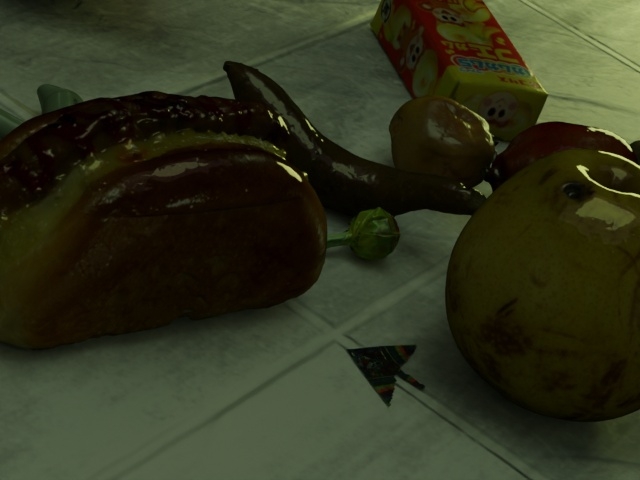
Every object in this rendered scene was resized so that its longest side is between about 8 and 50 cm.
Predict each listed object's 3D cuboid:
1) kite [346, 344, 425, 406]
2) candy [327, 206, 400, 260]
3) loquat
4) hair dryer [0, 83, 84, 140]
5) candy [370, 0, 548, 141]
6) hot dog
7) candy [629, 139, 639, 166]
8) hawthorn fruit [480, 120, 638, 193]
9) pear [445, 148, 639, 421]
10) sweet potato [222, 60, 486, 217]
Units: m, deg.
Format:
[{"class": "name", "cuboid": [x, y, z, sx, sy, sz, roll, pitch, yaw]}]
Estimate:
[{"class": "kite", "cuboid": [0.069, 0.130, 1.866, 0.090, 0.004, 0.122, 27, 32, 9]}, {"class": "candy", "cuboid": [0.000, 0.000, 1.988, 0.194, 0.058, 0.062, -7, 33, -25]}, {"class": "loquat", "cuboid": [0.149, -0.117, 2.187, 0.137, 0.113, 0.137, 14, 25, -6]}, {"class": "hair dryer", "cuboid": [-0.345, -0.140, 1.930, 0.237, 0.075, 0.206, 23, 23, -25]}, {"class": "candy", "cuboid": [0.183, -0.245, 2.428, 0.146, 0.088, 0.276, 7, 35, -25]}, {"class": "hot dog", "cuboid": [-0.165, -0.037, 1.765, 0.405, 0.223, 0.185, -10, 47, -37]}, {"class": "candy", "cuboid": [0.467, -0.031, 2.256, 0.102, 0.104, 0.234, -11, 44, -43]}, {"class": "hawthorn fruit", "cuboid": [0.282, -0.064, 2.147, 0.188, 0.169, 0.169, 10, 33, -25]}, {"class": "pear", "cuboid": [0.266, 0.048, 1.869, 0.280, 0.281, 0.281, 16, 32, -10]}, {"class": "sweet potato", "cuboid": [0.023, -0.084, 2.065, 0.346, 0.108, 0.079, 28, 44, 10]}]
